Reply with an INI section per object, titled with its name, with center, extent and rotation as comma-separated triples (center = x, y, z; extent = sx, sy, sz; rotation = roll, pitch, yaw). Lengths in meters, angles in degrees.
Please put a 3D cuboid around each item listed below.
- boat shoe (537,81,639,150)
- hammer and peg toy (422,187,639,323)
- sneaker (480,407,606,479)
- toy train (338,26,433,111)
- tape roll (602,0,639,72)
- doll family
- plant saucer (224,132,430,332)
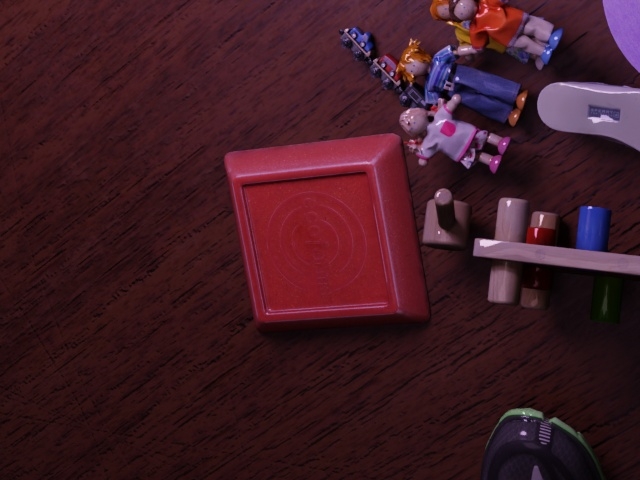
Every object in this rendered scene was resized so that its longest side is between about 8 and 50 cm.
[boat shoe]
center = 0.373, -0.150, 1.797
extent = 0.227, 0.081, 0.079
rotation = 16, 111, 28
[hammer and peg toy]
center = 0.276, 0.025, 1.794
extent = 0.361, 0.266, 0.127
rotation = 7, 88, 19
[sneaker]
center = 0.246, 0.446, 1.957
extent = 0.185, 0.202, 0.483
rotation = 16, 110, 16
[toy train]
center = 0.085, -0.218, 1.930
extent = 0.158, 0.027, 0.036
rotation = 45, 112, 4
[tape roll]
center = 0.460, -0.290, 1.696
extent = 0.274, 0.090, 0.275
rotation = 2, 94, 27
[doll family]
center = 0.183, -0.216, 1.856
extent = 0.163, 0.118, 0.263
rotation = 23, 123, 1
[plant saucer]
center = 0.000, 0.000, 2.015
extent = 0.259, 0.048, 0.258
rotation = -5, 103, 22
